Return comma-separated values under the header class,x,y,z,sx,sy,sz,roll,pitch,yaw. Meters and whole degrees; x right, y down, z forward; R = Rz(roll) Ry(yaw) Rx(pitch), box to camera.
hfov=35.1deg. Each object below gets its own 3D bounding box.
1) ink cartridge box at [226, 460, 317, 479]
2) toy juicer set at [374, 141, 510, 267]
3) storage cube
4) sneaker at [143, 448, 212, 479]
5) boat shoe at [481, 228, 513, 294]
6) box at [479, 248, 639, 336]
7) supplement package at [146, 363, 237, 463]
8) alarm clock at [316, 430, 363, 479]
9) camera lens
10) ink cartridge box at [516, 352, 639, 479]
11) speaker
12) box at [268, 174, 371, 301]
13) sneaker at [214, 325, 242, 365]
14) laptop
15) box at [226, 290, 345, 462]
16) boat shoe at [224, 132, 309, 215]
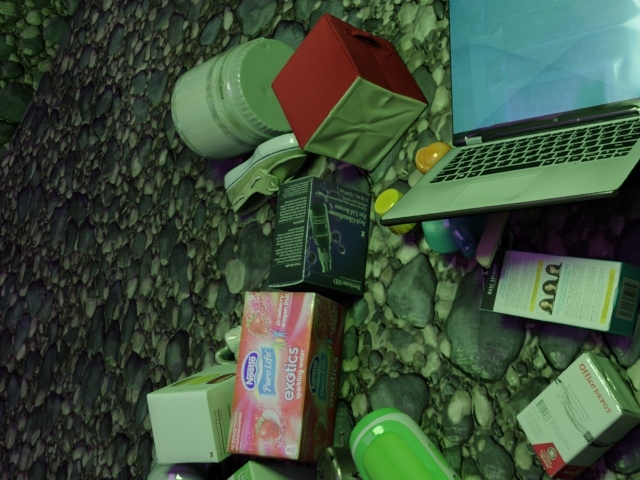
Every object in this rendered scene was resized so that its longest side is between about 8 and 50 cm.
class,x,y,z,sx,sy,sz,roll,pitch,yaw
ink cartridge box,-0.124,0.504,1.874,0.219,0.160,0.092,-43,46,34
toy juicer set,0.246,-0.069,1.679,0.209,0.089,0.329,-54,33,-6
storage cube,0.052,-0.274,1.910,0.215,0.184,0.193,-50,45,28
sneaker,-0.280,0.421,2.049,0.366,0.137,0.210,131,149,-73
boat shoe,0.278,0.039,1.627,0.046,0.038,0.125,12,87,53
box,0.352,0.075,1.500,0.244,0.060,0.100,8,83,53
supplement package,-0.197,0.322,1.916,0.139,0.244,0.134,-8,93,25
alarm clock,0.030,0.440,1.760,0.129,0.064,0.192,-117,29,-59
camera lens,-0.173,-0.298,2.176,0.274,0.219,0.219,-13,68,49
ink cartridge box,0.365,0.247,1.420,0.150,0.063,0.109,-51,43,27
speaker,0.159,0.396,1.581,0.131,0.131,0.296,-61,39,18
box,0.000,0.000,1.904,0.108,0.153,0.207,-12,70,49
sneaker,-0.129,0.196,2.028,0.232,0.115,0.090,-51,43,28
laptop,0.296,-0.232,1.486,0.382,0.408,0.236,-7,115,41
box,-0.061,0.251,1.861,0.154,0.142,0.300,0,76,26
boat shoe,-0.103,-0.140,2.146,0.302,0.109,0.094,-31,69,53
